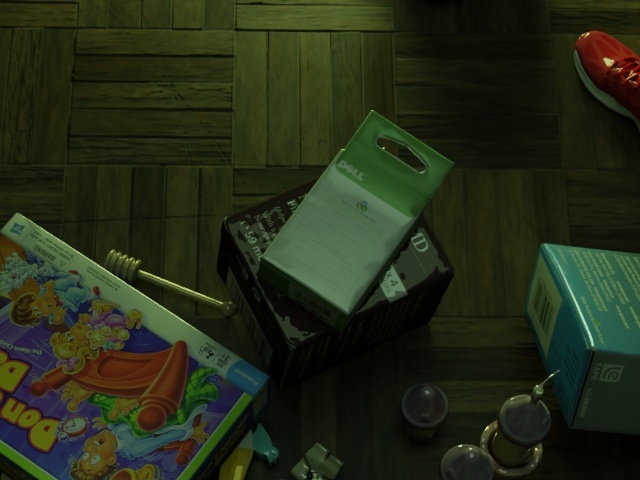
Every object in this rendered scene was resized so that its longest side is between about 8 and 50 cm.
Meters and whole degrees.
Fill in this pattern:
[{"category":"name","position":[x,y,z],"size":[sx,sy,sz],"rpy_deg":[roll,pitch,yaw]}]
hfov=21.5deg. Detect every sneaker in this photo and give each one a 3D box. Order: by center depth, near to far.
[{"category":"sneaker","position":[0.398,-0.197,2.033],"size":[0.087,0.128,0.221],"rpy_deg":[-34,69,-20]}]

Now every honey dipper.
[{"category":"honey dipper","position":[-0.171,0.052,1.931],"size":[0.161,0.030,0.030],"rpy_deg":[21,63,7]}]

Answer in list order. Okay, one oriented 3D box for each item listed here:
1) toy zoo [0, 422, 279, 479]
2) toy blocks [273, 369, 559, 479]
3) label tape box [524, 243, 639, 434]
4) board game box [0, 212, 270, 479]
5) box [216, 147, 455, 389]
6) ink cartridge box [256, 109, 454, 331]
[{"category":"toy zoo","position":[-0.191,0.221,1.837],"size":[0.293,0.030,0.192],"rpy_deg":[6,61,1]},{"category":"toy blocks","position":[0.113,0.263,1.698],"size":[0.309,0.260,0.288],"rpy_deg":[41,68,18]},{"category":"label tape box","position":[0.410,0.114,1.808],"size":[0.334,0.105,0.240],"rpy_deg":[6,26,-8]},{"category":"board game box","position":[-0.261,0.156,1.807],"size":[0.347,0.078,0.233],"rpy_deg":[32,65,14]},{"category":"box","position":[0.011,0.034,1.860],"size":[0.203,0.167,0.168],"rpy_deg":[-25,73,-14]},{"category":"ink cartridge box","position":[0.037,-0.021,1.759],"size":[0.109,0.062,0.209],"rpy_deg":[33,69,7]}]
